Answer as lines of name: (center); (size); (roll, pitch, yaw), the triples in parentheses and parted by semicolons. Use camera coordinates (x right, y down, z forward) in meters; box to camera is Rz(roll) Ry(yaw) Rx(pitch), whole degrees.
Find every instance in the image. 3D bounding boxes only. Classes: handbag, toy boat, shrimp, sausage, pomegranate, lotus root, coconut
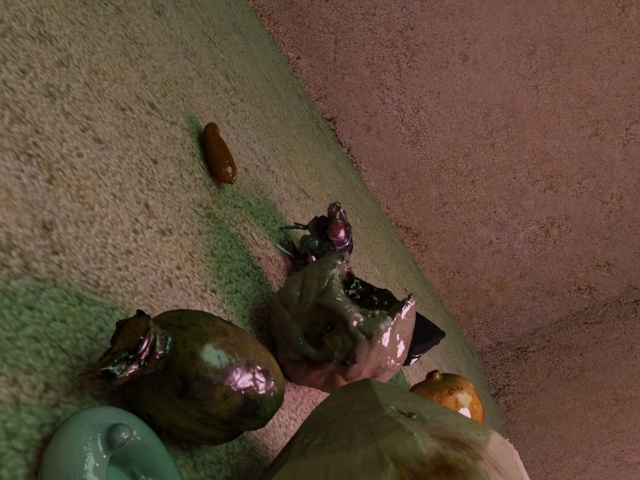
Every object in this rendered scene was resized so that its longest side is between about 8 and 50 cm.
handbag: (0.111, 0.166, 1.115); (0.332, 0.074, 0.192); (28, 26, 30)
toy boat: (-0.179, 0.252, 0.463); (0.207, 0.079, 0.134); (62, 19, -1)
shrimp: (0.002, 0.003, 1.167); (0.166, 0.221, 0.410); (47, -11, -11)
sausage: (-0.229, -0.195, 1.081); (0.062, 0.054, 0.183); (101, -32, -64)
pomegranate: (0.353, 0.485, 1.384); (0.248, 0.248, 0.248); (53, 19, -26)
lotus root: (-0.153, 0.151, 0.572); (0.278, 0.154, 0.154); (40, 26, -45)
coconut: (0.089, 0.368, 0.590); (0.415, 0.345, 0.415); (51, 23, -31)

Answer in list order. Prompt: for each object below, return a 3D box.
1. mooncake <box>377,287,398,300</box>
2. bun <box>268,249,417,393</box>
mooncake: (0.216, 0.260, 1.522); (0.228, 0.124, 0.228); (52, 18, -24)
bun: (0.027, 0.171, 0.916); (0.281, 0.282, 0.205); (63, 25, 7)
